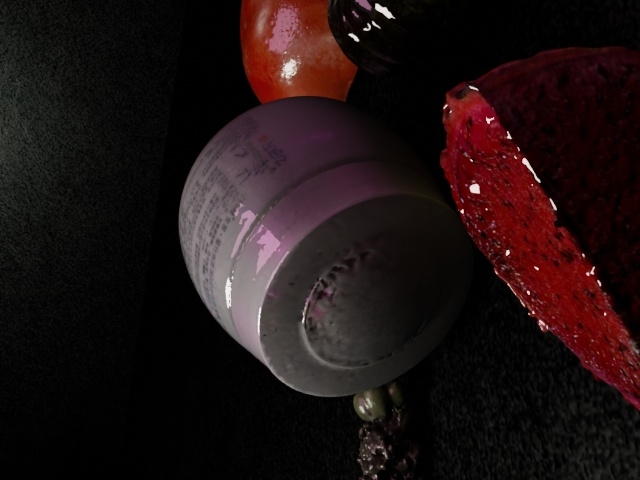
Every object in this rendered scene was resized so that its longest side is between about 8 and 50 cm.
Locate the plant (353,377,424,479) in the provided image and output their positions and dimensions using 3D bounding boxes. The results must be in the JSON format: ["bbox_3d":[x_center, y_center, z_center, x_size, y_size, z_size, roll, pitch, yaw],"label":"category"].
[{"bbox_3d":[0.073,0.212,0.877,0.085,0.087,0.174,-14,75,37],"label":"plant"}]

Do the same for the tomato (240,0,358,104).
[{"bbox_3d":[-0.047,-0.326,1.226,0.338,0.143,0.338,-174,90,-72],"label":"tomato"}]

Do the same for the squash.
[{"bbox_3d":[0.087,-0.269,0.845,0.193,0.156,0.193,-28,49,38],"label":"squash"}]

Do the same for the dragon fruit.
[{"bbox_3d":[0.189,-0.009,0.505,0.189,0.262,0.163,-30,7,20],"label":"dragon fruit"}]

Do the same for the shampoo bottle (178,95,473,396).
[{"bbox_3d":[0.000,0.000,0.838,0.266,0.273,0.273,49,131,48],"label":"shampoo bottle"}]
